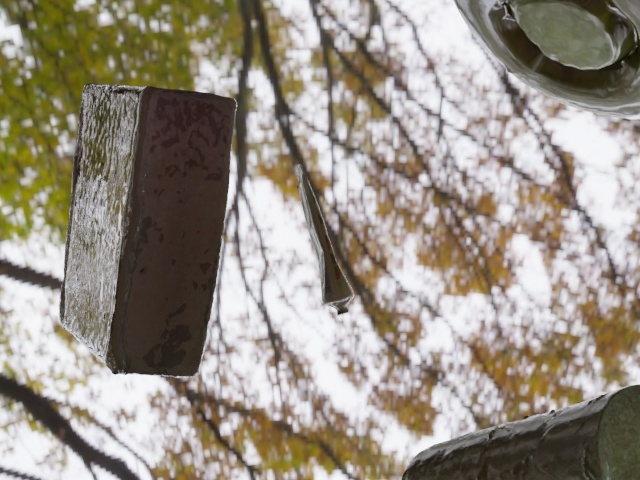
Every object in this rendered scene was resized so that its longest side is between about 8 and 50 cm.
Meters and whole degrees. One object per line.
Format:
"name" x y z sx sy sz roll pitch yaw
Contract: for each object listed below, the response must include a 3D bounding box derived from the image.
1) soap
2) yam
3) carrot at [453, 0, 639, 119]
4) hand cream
"soap" -0.190 -0.020 1.537 0.107 0.285 0.296 7 -175 -20
"yam" 0.159 0.178 1.123 0.093 0.259 0.093 12 -112 -30
"carrot" 0.213 -0.238 0.822 0.224 0.224 0.340 25 -113 19
"hand cream" 0.000 0.000 1.576 0.037 0.057 0.165 -15 -97 -8
